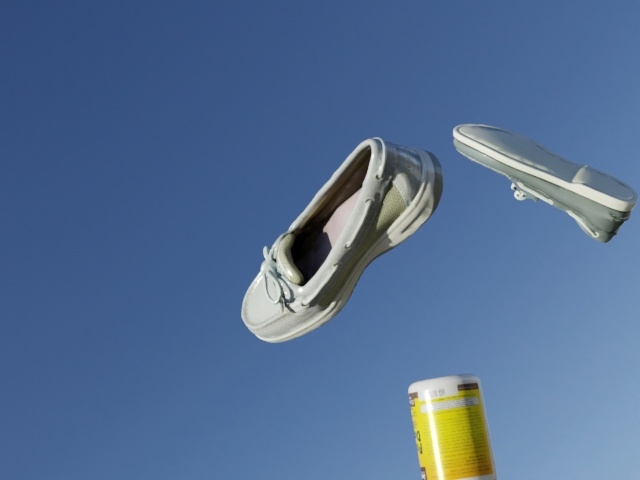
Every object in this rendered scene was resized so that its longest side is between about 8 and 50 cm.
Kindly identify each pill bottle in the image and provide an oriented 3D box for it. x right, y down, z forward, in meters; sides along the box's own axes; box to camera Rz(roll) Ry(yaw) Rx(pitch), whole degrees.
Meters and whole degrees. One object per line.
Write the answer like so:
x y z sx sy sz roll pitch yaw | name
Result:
0.210 0.323 1.691 0.117 0.215 0.117 -8 -12 -2 | pill bottle

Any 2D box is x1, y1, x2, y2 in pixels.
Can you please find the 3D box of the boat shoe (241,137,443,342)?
0.001 0.001 1.212 0.103 0.118 0.320 19 -45 -35 | boat shoe

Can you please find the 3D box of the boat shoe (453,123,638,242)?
0.354 -0.095 1.770 0.116 0.319 0.099 -44 -25 -55 | boat shoe
